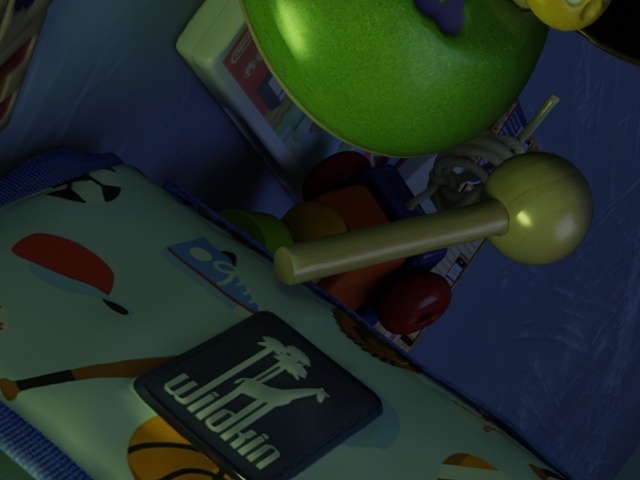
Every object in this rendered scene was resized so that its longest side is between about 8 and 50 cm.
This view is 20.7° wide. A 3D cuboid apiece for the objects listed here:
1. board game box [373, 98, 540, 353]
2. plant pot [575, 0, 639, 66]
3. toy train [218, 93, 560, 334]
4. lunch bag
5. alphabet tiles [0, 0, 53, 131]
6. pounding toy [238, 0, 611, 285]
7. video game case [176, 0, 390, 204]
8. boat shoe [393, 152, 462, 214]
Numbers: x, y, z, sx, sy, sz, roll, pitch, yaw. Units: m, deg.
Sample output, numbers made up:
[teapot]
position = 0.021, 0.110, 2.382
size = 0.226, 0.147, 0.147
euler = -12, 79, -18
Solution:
[board game box]
position = 0.077, -0.009, 1.217
size = 0.193, 0.045, 0.147
euler = -55, 161, -3
[plant pot]
position = 0.238, -0.224, 1.058
size = 0.215, 0.215, 0.230
euler = -63, 173, 21
[toy train]
position = 0.000, 0.000, 0.906
size = 0.143, 0.105, 0.248
euler = -3, 144, -51
[lunch bag]
position = -0.094, 0.171, 0.682
size = 0.385, 0.328, 0.239
euler = -46, 160, -22
[alphabet tiles]
position = -0.101, -0.101, 0.513
size = 0.285, 0.011, 0.342
euler = -65, 179, 32
[pounding toy]
position = 0.065, -0.105, 0.748
size = 0.183, 0.110, 0.237
euler = -5, 88, -41
[video game case]
position = 0.029, -0.128, 0.944
size = 0.204, 0.025, 0.285
euler = -54, 161, -6
[boat shoe]
position = 0.041, -0.019, 1.092
size = 0.049, 0.040, 0.142
euler = -7, 145, -33
